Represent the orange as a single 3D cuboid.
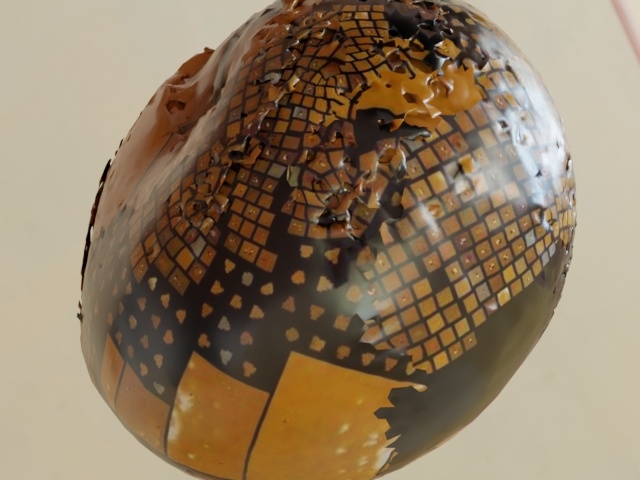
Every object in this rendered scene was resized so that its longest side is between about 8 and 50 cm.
[{"bbox_3d":[0.000,0.000,0.670,0.234,0.182,0.234,-36,-155,19],"label":"orange"}]
